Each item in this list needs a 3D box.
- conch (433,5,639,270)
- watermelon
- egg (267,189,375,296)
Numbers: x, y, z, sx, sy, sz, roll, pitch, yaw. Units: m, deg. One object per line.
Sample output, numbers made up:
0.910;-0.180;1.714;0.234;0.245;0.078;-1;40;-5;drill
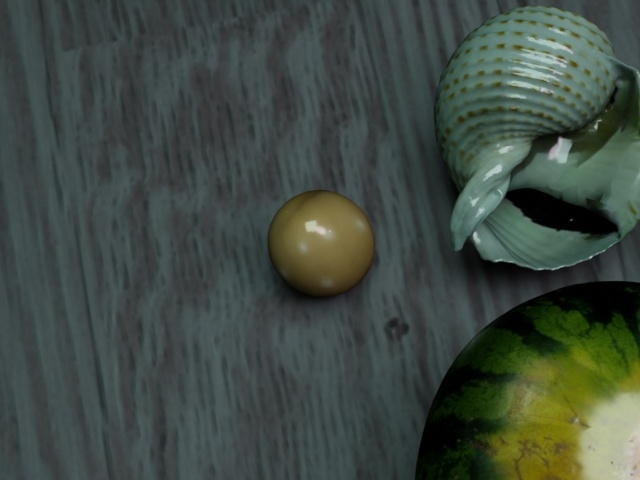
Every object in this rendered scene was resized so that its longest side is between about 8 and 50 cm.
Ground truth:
0.159;-0.077;1.042;0.172;0.131;0.200;30;97;-14;conch
0.186;0.156;0.873;0.269;0.269;0.269;0;66;1;watermelon
0.000;0.000;1.027;0.080;0.096;0.080;-2;66;6;egg
